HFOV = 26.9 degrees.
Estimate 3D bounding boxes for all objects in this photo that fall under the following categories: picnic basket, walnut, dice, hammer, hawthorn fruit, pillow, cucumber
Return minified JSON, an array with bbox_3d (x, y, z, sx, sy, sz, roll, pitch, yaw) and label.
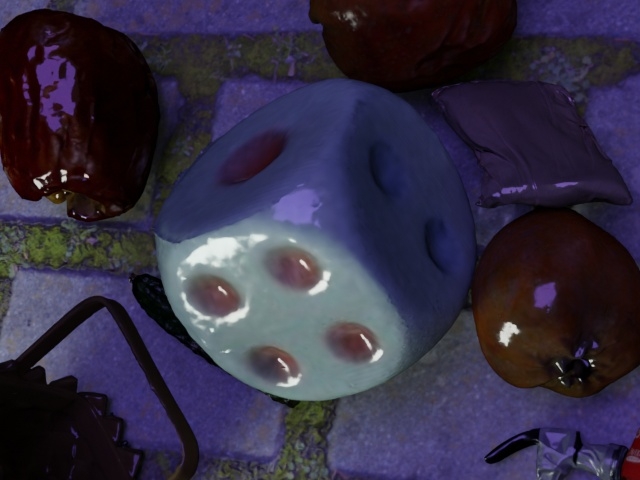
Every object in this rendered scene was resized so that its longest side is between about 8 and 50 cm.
[{"bbox_3d":[-0.311,0.247,1.563,0.321,0.291,0.254,-39,63,14],"label":"picnic basket"},{"bbox_3d":[-0.338,-0.162,1.776,0.243,0.221,0.269,-9,75,52],"label":"walnut"},{"bbox_3d":[0.000,0.000,1.494,0.268,0.262,0.265,-21,30,34],"label":"dice"},{"bbox_3d":[0.220,0.410,1.445,0.152,0.044,0.427,8,75,24],"label":"hammer"},{"bbox_3d":[0.264,0.047,1.484,0.199,0.199,0.251,-14,49,16],"label":"hawthorn fruit"},{"bbox_3d":[0.112,-0.299,1.628,0.261,0.258,0.258,11,76,7],"label":"hawthorn fruit"},{"bbox_3d":[0.235,-0.111,1.540,0.173,0.067,0.270,-6,36,-5],"label":"pillow"},{"bbox_3d":[-0.138,0.118,1.672,0.293,0.067,0.068,27,83,27],"label":"cucumber"}]

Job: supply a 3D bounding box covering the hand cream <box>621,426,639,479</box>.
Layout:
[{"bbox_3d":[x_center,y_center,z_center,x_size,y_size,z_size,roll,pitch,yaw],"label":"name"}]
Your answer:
[{"bbox_3d":[0.424,0.224,1.332,0.230,0.230,0.149,28,83,26],"label":"hand cream"}]
